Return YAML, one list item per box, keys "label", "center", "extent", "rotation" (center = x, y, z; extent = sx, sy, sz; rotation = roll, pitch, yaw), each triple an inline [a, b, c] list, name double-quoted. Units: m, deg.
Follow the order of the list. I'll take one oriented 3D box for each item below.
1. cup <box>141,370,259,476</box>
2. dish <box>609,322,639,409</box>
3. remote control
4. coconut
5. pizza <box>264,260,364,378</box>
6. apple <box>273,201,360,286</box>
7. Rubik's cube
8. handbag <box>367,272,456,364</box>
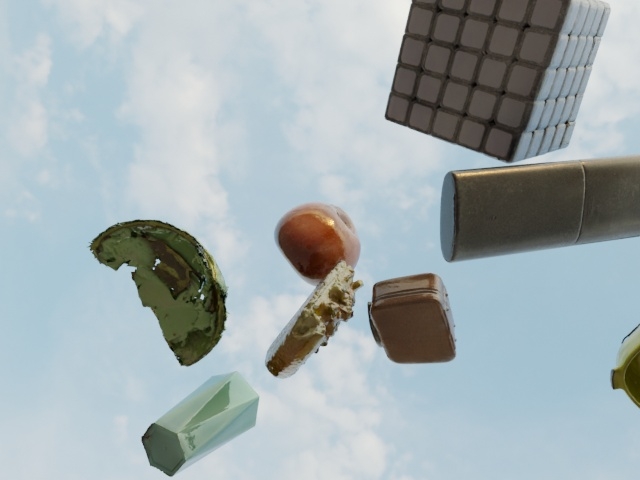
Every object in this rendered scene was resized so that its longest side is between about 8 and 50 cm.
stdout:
- label: "cup"
  center: [-0.248, 0.373, 1.217]
  extent: [0.148, 0.236, 0.134]
  rotation: [44, -66, 16]
- label: "dish"
  center: [0.673, 0.211, 1.131]
  extent: [0.221, 0.108, 0.262]
  rotation: [41, -78, -14]
- label: "remote control"
  center: [0.319, -0.046, 0.707]
  extent: [0.378, 0.044, 0.107]
  rotation: [-7, -77, -16]
- label: "coconut"
  center: [-0.144, 0.043, 0.585]
  extent: [0.133, 0.055, 0.158]
  rotation: [-23, -82, 25]
- label: "pizza"
  center: [-0.039, 0.184, 1.082]
  extent: [0.087, 0.258, 0.268]
  rotation: [41, -61, 3]
- label: "apple"
  center: [0.000, 0.000, 1.286]
  extent: [0.162, 0.201, 0.201]
  rotation: [-38, -98, 5]
- label: "Rubik's cube"
  center: [0.275, -0.274, 0.918]
  extent: [0.238, 0.237, 0.236]
  rotation: [27, -63, 31]
- label: "handbag"
  center: [0.169, 0.149, 1.088]
  extent: [0.151, 0.072, 0.193]
  rotation: [-7, -45, 16]
